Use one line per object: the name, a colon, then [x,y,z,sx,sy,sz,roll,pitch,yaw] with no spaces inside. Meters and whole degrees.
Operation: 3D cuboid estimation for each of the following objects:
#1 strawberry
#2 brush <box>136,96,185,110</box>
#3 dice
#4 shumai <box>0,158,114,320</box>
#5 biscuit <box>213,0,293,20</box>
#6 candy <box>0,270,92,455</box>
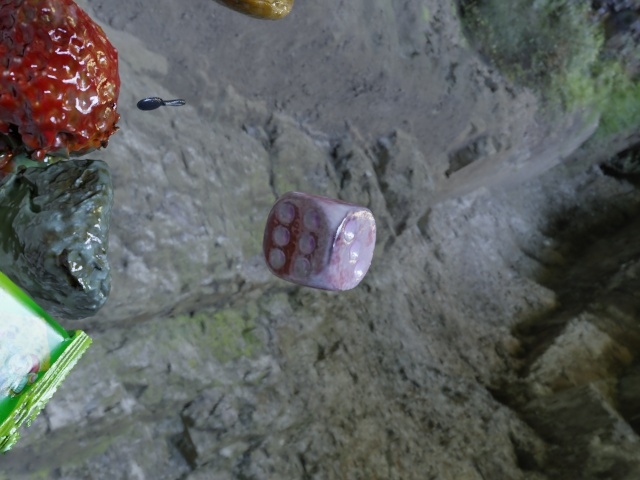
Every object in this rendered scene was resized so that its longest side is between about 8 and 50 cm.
strawberry: [-0.431,-0.270,0.963,0.312,0.352,0.267,-21,-177,39]
brush: [-0.206,-0.179,0.876,0.024,0.008,0.083,-46,165,32]
dice: [0.000,0.000,0.721,0.094,0.093,0.091,15,-173,35]
shumai: [-0.287,-0.009,0.679,0.141,0.184,0.184,1,156,-24]
biscuit: [-0.108,-0.275,0.687,0.224,0.145,0.033,6,131,-47]
candy: [-0.250,0.054,0.464,0.032,0.178,0.102,-2,-136,49]
